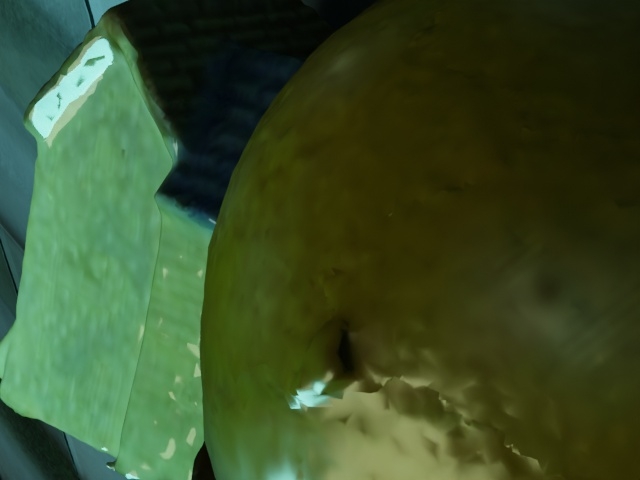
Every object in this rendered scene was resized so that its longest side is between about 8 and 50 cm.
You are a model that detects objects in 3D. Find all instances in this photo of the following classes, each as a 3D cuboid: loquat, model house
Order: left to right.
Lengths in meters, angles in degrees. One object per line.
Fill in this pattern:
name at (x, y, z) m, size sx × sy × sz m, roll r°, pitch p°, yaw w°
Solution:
model house at (0.000, 0.000, 1.050) m, size 0.321 × 0.261 × 0.266 m, roll 19°, pitch 111°, yaw 39°
loquat at (0.085, 0.061, 0.684) m, size 0.328 × 0.359 × 0.328 m, roll 155°, pitch 90°, yaw -88°
